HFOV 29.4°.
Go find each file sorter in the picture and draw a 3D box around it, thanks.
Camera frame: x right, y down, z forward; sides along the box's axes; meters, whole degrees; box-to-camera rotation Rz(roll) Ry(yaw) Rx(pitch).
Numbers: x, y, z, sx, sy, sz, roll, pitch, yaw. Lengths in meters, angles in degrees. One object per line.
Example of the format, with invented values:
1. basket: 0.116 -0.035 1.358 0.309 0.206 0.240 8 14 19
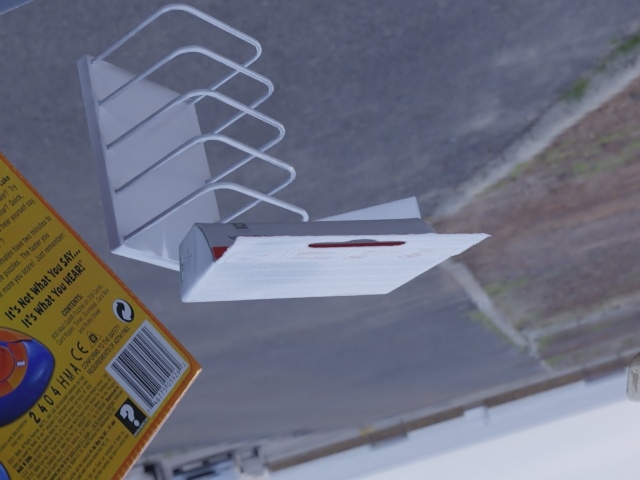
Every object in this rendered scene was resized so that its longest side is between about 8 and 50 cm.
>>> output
1. file sorter: -0.152 -0.123 1.500 0.173 0.278 0.193 -31 150 29

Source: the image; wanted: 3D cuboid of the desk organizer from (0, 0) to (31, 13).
1. desk organizer: -0.337 -0.314 1.427 0.130 0.050 0.047 -15 127 28

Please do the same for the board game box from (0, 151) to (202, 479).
1. board game box: -0.409 0.168 1.166 0.356 0.356 0.356 -35 -168 33

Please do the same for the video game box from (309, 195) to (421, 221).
1. video game box: 0.036 -0.005 1.643 0.205 0.048 0.187 -14 175 4

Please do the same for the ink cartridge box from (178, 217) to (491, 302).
1. ink cartridge box: 0.000 0.000 0.901 0.181 0.056 0.224 -1 166 -16

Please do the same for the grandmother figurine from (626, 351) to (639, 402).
1. grandmother figurine: 0.538 0.195 1.415 0.208 0.342 0.104 -52 137 -11
